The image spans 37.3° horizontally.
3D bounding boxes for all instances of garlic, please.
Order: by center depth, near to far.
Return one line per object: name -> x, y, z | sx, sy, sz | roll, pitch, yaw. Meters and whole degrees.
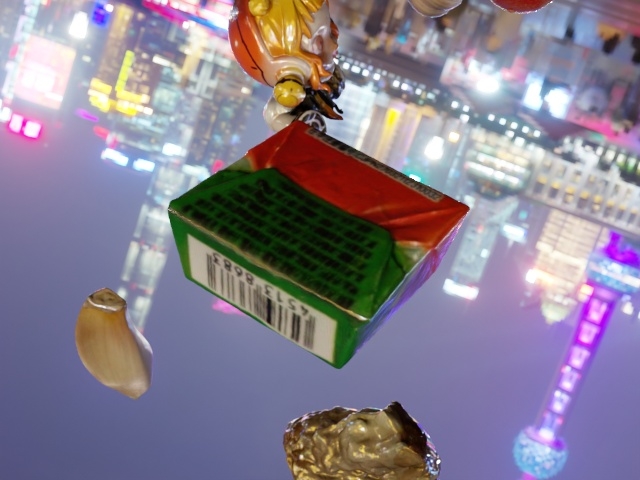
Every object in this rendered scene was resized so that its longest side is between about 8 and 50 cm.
garlic -> -0.423, 0.207, 1.941 | 0.143, 0.112, 0.318 | 13, 144, 14
garlic -> 0.325, -0.717, 2.484 | 0.207, 0.257, 0.207 | -2, -149, 1

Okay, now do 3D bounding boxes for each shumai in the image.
shumai -> 0.114, 0.388, 1.724 | 0.346, 0.283, 0.217 | 32, -147, 0

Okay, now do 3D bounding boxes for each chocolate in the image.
chocolate -> 0.000, 0.000, 1.484 | 0.360, 0.162, 0.341 | 29, -137, 21

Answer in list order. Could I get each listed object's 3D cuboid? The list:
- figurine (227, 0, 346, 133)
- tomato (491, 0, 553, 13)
figurine -> -0.061, -0.354, 1.760 | 0.196, 0.323, 0.320 | -6, -147, 17
tomato -> 0.380, -0.500, 1.733 | 0.167, 0.167, 0.167 | 19, -170, -3
